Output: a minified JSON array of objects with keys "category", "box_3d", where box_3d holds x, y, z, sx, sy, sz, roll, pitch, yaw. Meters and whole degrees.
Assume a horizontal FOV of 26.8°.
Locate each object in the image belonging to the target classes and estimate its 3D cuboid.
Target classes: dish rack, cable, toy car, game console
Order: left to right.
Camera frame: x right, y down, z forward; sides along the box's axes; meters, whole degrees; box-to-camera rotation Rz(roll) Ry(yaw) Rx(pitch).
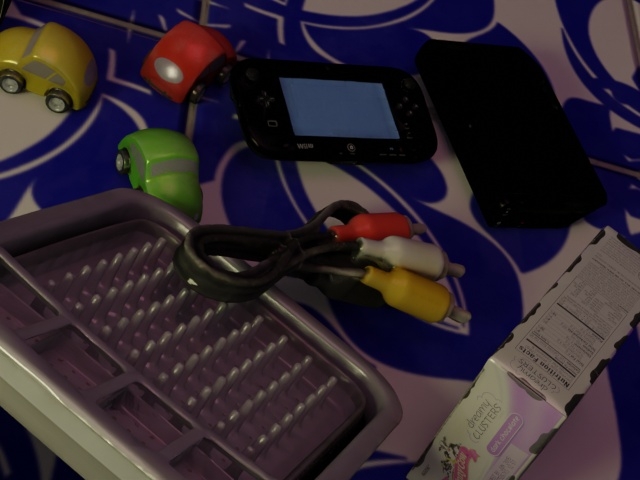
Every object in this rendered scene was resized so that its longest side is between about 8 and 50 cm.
[{"category":"toy car","box_3d":[-0.149,-0.109,1.140,0.239,0.053,0.225,-6,55,-29]},{"category":"dish rack","box_3d":[-0.102,0.089,0.912,0.285,0.072,0.333,38,20,9]},{"category":"cable","box_3d":[0.000,0.000,1.060,0.287,0.072,0.139,14,39,-46]},{"category":"game console","box_3d":[0.088,-0.105,1.253,0.361,0.044,0.213,-1,53,-29]}]

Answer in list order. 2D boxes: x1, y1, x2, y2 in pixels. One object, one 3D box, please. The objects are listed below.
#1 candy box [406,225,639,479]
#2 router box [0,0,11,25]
[{"category":"candy box","box_3d":[0.169,0.105,1.034,0.070,0.165,0.196,38,47,11]},{"category":"router box","box_3d":[-0.278,-0.253,1.174,0.038,0.092,0.122,18,46,-11]}]
